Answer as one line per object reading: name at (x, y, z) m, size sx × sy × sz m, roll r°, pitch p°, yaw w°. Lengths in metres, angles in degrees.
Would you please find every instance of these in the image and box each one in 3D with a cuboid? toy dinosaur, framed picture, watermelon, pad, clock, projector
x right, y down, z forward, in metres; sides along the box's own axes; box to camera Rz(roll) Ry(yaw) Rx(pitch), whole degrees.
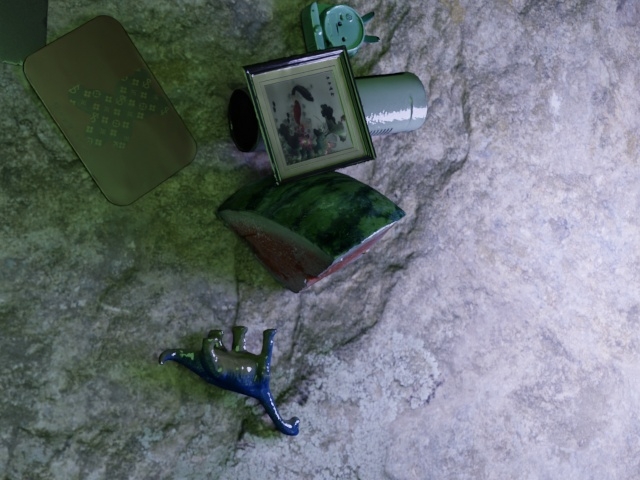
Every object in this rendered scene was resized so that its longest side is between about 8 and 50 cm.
toy dinosaur at (-0.140, 0.231, 1.529) m, size 0.247 × 0.075 × 0.188 m, roll -5°, pitch 94°, yaw -35°
framed picture at (-0.013, -0.200, 1.557) m, size 0.199 × 0.010 × 0.195 m, roll -18°, pitch 94°, yaw -30°
watermelon at (0.000, 0.000, 1.571) m, size 0.213 × 0.261 × 0.201 m, roll -29°, pitch 126°, yaw -32°
pad at (-0.503, -0.331, 1.428) m, size 0.211 × 0.003 × 0.143 m, roll 5°, pitch 82°, yaw -28°
pad at (-0.317, -0.200, 1.513) m, size 0.181 × 0.004 × 0.267 m, roll -38°, pitch 104°, yaw -27°
clock at (0.035, -0.365, 1.708) m, size 0.135 × 0.041 × 0.101 m, roll -12°, pitch 90°, yaw -29°
projector at (0.016, -0.216, 1.643) m, size 0.337 × 0.108 × 0.108 m, roll -11°, pitch 89°, yaw -30°
